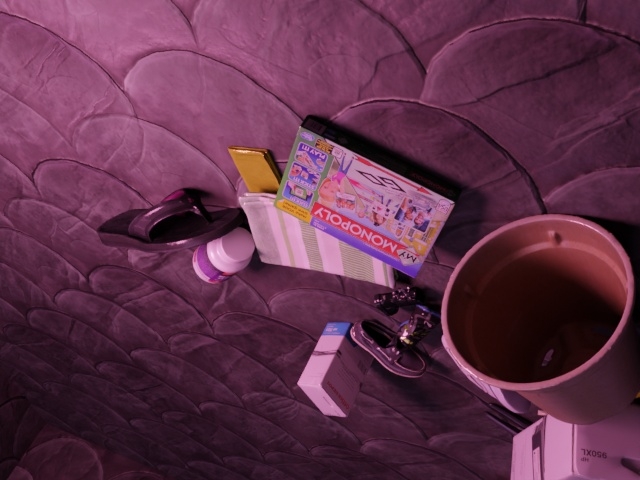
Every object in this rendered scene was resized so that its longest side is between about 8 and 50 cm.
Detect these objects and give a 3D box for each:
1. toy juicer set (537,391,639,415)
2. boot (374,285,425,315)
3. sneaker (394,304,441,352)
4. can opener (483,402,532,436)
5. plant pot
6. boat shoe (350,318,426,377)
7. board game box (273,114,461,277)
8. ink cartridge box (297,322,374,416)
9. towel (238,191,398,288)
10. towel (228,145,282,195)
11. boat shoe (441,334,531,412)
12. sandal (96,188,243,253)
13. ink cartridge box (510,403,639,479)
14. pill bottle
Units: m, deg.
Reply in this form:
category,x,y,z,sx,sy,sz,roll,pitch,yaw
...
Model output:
category,x,y,z,sx,sy,sz,roll,pitch,yaw
toy juicer set,0.624,0.321,1.784,0.209,0.089,0.329,14,154,-11
boot,0.181,0.132,1.884,0.099,0.045,0.121,-13,161,20
sneaker,0.216,0.203,1.927,0.067,0.078,0.188,30,147,-1
can opener,0.483,0.459,2.090,0.186,0.059,0.073,27,148,3
plant pot,0.430,0.173,1.536,0.334,0.334,0.305,1,149,37
boat shoe,0.167,0.256,2.045,0.206,0.075,0.065,33,151,3
board game box,0.081,-0.079,1.630,0.317,0.046,0.213,26,133,5
ink cartridge box,0.042,0.318,2.117,0.082,0.190,0.139,-2,136,40
towel,0.000,0.000,1.827,0.325,0.038,0.248,9,144,18
towel,-0.115,-0.104,1.817,0.102,0.021,0.237,7,141,30
boat shoe,0.374,0.288,1.925,0.258,0.095,0.084,51,147,-13
sandal,-0.372,-0.050,1.976,0.446,0.167,0.107,0,120,38
ink cartridge box,0.598,0.470,1.805,0.285,0.166,0.395,9,155,-2
pill bottle,-0.220,0.030,1.984,0.108,0.108,0.193,37,155,-11
